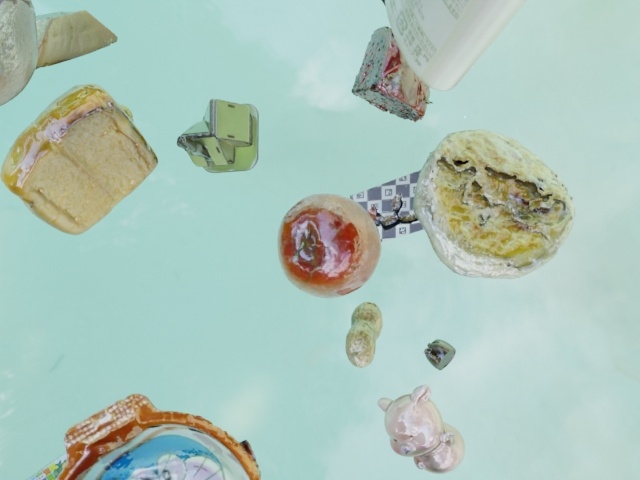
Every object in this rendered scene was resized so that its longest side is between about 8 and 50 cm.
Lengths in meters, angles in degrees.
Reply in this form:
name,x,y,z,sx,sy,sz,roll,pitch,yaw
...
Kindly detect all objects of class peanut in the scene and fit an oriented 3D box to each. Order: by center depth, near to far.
name,x,y,z,sx,sy,sz,roll,pitch,yaw
peanut,0.108,0.235,1.472,0.089,0.193,0.089,11,132,12

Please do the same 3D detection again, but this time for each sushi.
name,x,y,z,sx,sy,sz,roll,pitch,yaw
sushi,0.238,-0.103,1.790,0.279,0.043,0.192,-20,114,1

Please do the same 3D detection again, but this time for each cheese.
name,x,y,z,sx,sy,sz,roll,pitch,yaw
cheese,-0.108,0.288,0.491,0.129,0.217,0.329,-35,79,44

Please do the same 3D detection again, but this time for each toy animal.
name,x,y,z,sx,sy,sz,roll,pitch,yaw
toy animal,0.131,0.246,0.751,0.083,0.089,0.150,-30,116,11

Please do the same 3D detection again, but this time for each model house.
name,x,y,z,sx,sy,sz,roll,pitch,yaw
model house,-0.327,-0.337,1.759,0.205,0.279,0.218,-3,82,20

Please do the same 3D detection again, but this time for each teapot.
name,x,y,z,sx,sy,sz,roll,pitch,yaw
teapot,0.316,0.304,1.609,0.068,0.121,0.076,39,109,35

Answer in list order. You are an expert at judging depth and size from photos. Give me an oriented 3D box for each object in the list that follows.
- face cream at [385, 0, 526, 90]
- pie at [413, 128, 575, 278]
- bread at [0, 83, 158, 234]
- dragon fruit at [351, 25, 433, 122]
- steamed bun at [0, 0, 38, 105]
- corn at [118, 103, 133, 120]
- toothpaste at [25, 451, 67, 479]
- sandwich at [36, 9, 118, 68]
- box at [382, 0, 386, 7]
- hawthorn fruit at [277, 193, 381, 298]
name,x,y,z,sx,sy,sz,roll,pitch,yaw
face cream,0.146,-0.282,0.473,0.081,0.348,0.173,-9,75,-16
pie,0.337,-0.079,1.153,0.339,0.077,0.339,5,66,-12
bread,-0.593,-0.195,1.441,0.148,0.337,0.328,40,81,23
dragon fruit,0.144,-0.275,0.995,0.161,0.127,0.120,22,93,-29
steamed bun,-0.495,-0.292,0.792,0.199,0.301,0.251,5,122,16
corn,-0.567,-0.318,1.665,0.080,0.231,0.080,3,81,-18
toothpaste,-0.336,0.306,0.836,0.164,0.034,0.046,-34,90,-27
sandwich,-0.564,-0.444,1.278,0.094,0.258,0.096,14,125,23
box,0.214,-0.549,1.070,0.289,0.073,0.290,-31,93,31
hawthorn fruit,0.019,-0.002,1.292,0.231,0.263,0.235,-11,56,-12
